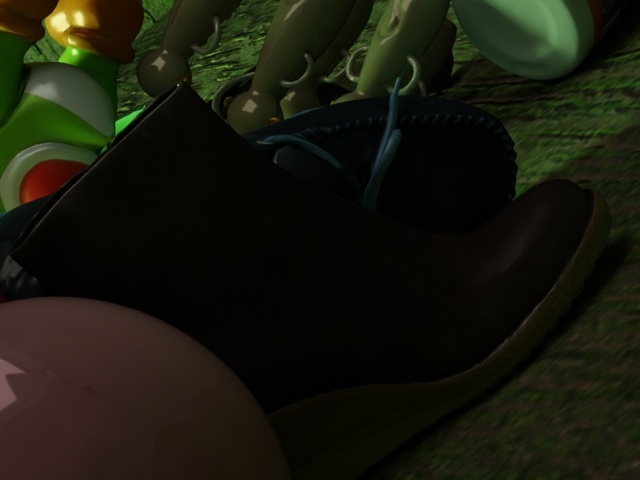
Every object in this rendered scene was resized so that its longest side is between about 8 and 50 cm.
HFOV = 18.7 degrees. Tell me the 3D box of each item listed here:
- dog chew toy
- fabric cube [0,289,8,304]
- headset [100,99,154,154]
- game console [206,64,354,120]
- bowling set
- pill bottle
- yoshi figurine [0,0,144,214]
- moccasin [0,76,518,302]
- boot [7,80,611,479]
[{"bbox_3d":[-0.139,0.179,0.795,0.206,0.206,0.332,-27,26,42],"label":"dog chew toy"},{"bbox_3d":[-0.295,0.134,1.023,0.259,0.254,0.258,26,62,37],"label":"fabric cube"},{"bbox_3d":[-0.324,-0.030,1.969,0.394,0.185,0.243,-36,13,5],"label":"headset"},{"bbox_3d":[-0.131,-0.010,1.699,0.386,0.060,0.342,-41,19,-3],"label":"game console"},{"bbox_3d":[0.020,-0.116,1.465,0.287,0.200,0.154,28,89,49],"label":"bowling set"},{"bbox_3d":[0.184,-0.208,1.350,0.193,0.108,0.108,-48,16,-32],"label":"pill bottle"},{"bbox_3d":[-0.253,-0.026,1.501,0.203,0.203,0.362,61,-143,-84],"label":"yoshi figurine"},{"bbox_3d":[-0.023,0.007,1.072,0.342,0.138,0.117,-21,14,-25],"label":"moccasin"},{"bbox_3d":[0.000,0.000,0.954,0.248,0.207,0.090,-41,14,-4],"label":"boot"}]
